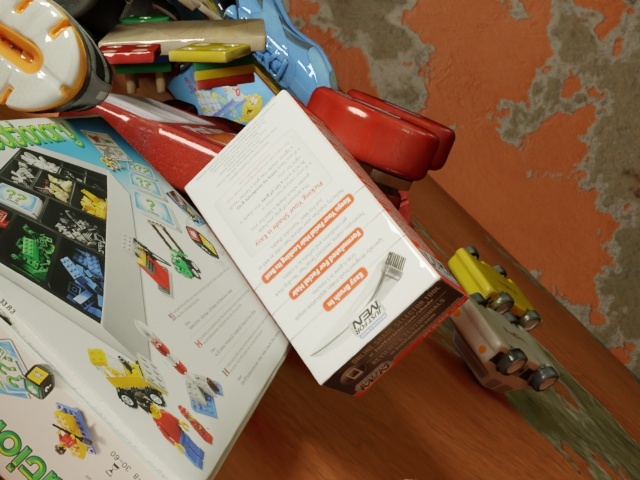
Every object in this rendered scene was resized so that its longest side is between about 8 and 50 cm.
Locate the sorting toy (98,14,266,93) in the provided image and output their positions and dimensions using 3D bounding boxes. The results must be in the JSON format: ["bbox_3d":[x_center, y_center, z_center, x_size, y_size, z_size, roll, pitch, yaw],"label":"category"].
[{"bbox_3d":[-0.111,-0.154,0.884,0.274,0.132,0.046,-104,-169,-72],"label":"sorting toy"}]

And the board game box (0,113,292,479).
[{"bbox_3d":[-0.109,0.023,0.527,0.193,0.053,0.305,45,11,-1],"label":"board game box"}]

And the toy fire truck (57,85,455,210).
[{"bbox_3d":[-0.044,-0.059,0.847,0.254,0.169,0.302,25,11,8],"label":"toy fire truck"}]

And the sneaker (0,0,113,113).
[{"bbox_3d":[-0.213,-0.137,0.627,0.215,0.084,0.083,39,7,15],"label":"sneaker"}]

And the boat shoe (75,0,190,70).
[{"bbox_3d":[-0.193,-0.217,1.038,0.079,0.084,0.233,60,15,9],"label":"boat shoe"}]

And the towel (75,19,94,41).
[{"bbox_3d":[-0.220,-0.165,0.880,0.067,0.029,0.119,40,13,-24],"label":"towel"}]

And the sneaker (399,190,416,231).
[{"bbox_3d":[0.069,-0.015,1.245,0.128,0.087,0.221,-131,-162,-80],"label":"sneaker"}]

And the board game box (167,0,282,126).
[{"bbox_3d":[-0.086,-0.179,1.280,0.308,0.086,0.302,49,11,22],"label":"board game box"}]

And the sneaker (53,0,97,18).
[{"bbox_3d":[-0.264,-0.277,0.917,0.270,0.090,0.145,37,10,13],"label":"sneaker"}]

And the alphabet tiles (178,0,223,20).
[{"bbox_3d":[-0.198,-0.298,1.055,0.198,0.009,0.237,48,13,33],"label":"alphabet tiles"}]

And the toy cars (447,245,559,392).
[{"bbox_3d":[0.211,0.110,1.331,0.176,0.087,0.393,46,14,-5],"label":"toy cars"}]

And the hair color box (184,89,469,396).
[{"bbox_3d":[0.000,0.000,0.635,0.167,0.093,0.053,53,12,31],"label":"hair color box"}]

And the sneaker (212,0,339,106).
[{"bbox_3d":[-0.060,-0.213,1.144,0.082,0.069,0.209,-18,69,-41],"label":"sneaker"}]
